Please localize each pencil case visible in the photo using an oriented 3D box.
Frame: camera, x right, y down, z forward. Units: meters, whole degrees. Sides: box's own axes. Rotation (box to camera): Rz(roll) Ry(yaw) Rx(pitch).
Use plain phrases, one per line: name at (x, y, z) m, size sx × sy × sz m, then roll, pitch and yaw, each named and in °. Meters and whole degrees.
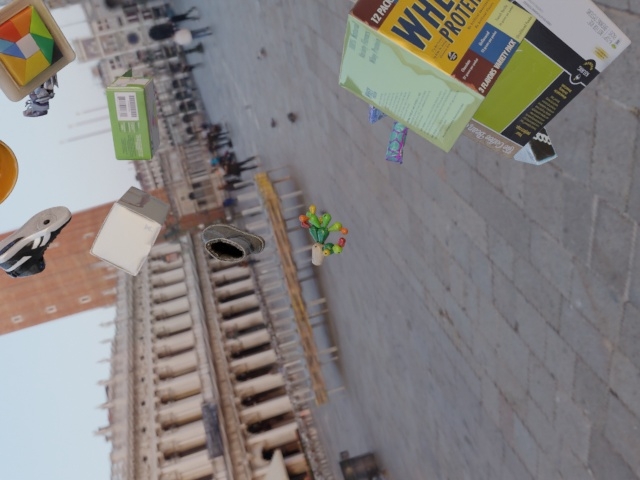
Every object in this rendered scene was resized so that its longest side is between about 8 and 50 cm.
pencil case at (0.281, -0.357, 2.323) m, size 0.070 × 0.064 × 0.151 m, roll -5°, pitch 67°, yaw 51°

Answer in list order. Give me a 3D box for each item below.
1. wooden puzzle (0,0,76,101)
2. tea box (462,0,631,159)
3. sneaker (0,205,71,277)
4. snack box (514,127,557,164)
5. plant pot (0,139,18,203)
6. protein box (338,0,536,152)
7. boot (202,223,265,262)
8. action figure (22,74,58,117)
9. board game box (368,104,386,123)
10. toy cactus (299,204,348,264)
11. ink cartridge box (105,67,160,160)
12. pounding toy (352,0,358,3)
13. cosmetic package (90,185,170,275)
wooden puzzle at (-0.823, -0.538, 1.786) m, size 0.044 × 0.238 × 0.221 m, roll 19°, pitch 146°, yaw 37°
tea box at (0.339, -0.374, 1.227) m, size 0.323 × 0.329 × 0.220 m, roll -47°, pitch 49°, yaw 26°
sneaker at (-0.715, 0.009, 1.641) m, size 0.079 × 0.217 × 0.121 m, roll 44°, pitch 163°, yaw 36°
snack box at (0.493, -0.355, 1.654) m, size 0.322 × 0.060 × 0.187 m, roll 63°, pitch -175°, yaw -11°
plant pot at (-0.849, -0.186, 1.494) m, size 0.188 × 0.205 × 0.205 m, roll 33°, pitch 150°, yaw 29°
protein box at (0.150, -0.260, 0.896) m, size 0.201 × 0.136 × 0.200 m, roll 33°, pitch 169°, yaw 5°
boot at (-0.245, 0.010, 1.616) m, size 0.208 × 0.190 × 0.076 m, roll -37°, pitch -48°, yaw -72°
action figure at (-0.873, -0.494, 1.997) m, size 0.285 × 0.099 × 0.185 m, roll 140°, pitch 125°, yaw -58°
board game box at (0.177, -0.373, 1.771) m, size 0.020 × 0.090 × 0.090 m, roll 56°, pitch 169°, yaw 20°
toy cactus at (0.000, 0.000, 1.995) m, size 0.219 × 0.112 × 0.180 m, roll 41°, pitch 133°, yaw 37°
ink cartridge box at (-0.482, -0.345, 1.711) m, size 0.255 × 0.097 × 0.188 m, roll -93°, pitch 3°, yaw -63°
pounding toy at (0.086, -0.624, 1.503) m, size 0.100 × 0.130 × 0.141 m, roll -50°, pitch 37°, yaw 34°
cosmetic package at (-0.493, -0.034, 1.691) m, size 0.153 × 0.129 × 0.296 m, roll -60°, pitch 14°, yaw 6°
